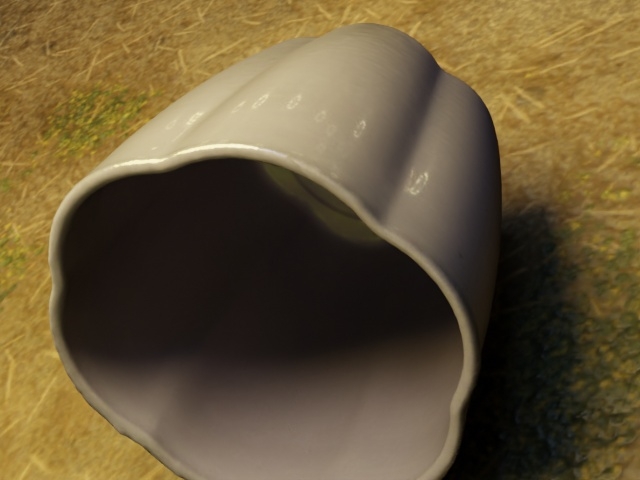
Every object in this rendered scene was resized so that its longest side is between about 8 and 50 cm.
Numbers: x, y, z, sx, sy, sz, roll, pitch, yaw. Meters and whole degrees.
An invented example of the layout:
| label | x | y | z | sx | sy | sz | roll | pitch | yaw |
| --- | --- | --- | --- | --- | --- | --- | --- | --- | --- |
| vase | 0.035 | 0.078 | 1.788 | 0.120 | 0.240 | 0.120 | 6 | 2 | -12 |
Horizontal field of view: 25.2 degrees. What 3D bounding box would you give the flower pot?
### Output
| label | x | y | z | sx | sy | sz | roll | pitch | yaw |
| --- | --- | --- | --- | --- | --- | --- | --- | --- | --- |
| flower pot | 0.000 | 0.000 | 0.890 | 0.265 | 0.265 | 0.243 | -10 | 27 | 28 |
